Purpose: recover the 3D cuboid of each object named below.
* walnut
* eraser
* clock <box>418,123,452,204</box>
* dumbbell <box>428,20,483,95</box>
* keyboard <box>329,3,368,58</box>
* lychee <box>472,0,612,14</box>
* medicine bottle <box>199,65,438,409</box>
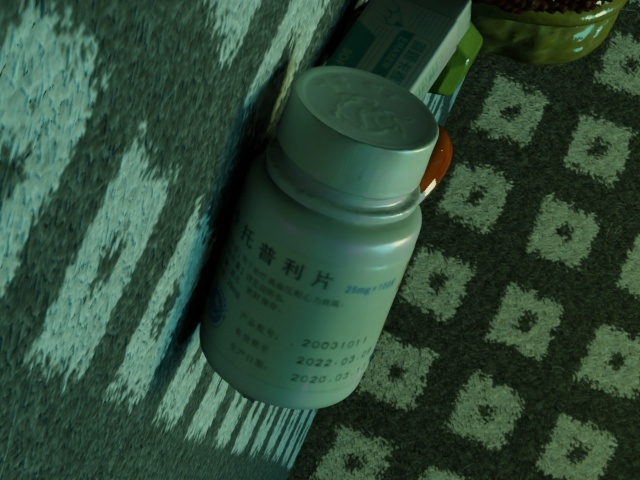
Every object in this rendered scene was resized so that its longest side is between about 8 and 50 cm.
[{"bbox_3d":[0.275,-0.370,1.757,0.253,0.276,0.282,-75,177,-70],"label":"walnut"},{"bbox_3d":[0.062,-0.170,1.368,0.225,0.095,0.052,-56,160,-26],"label":"eraser"},{"bbox_3d":[0.063,-0.066,1.578,0.205,0.051,0.205,-28,-152,16],"label":"clock"},{"bbox_3d":[0.076,-0.150,1.502,0.302,0.108,0.121,-57,177,-36],"label":"dumbbell"},{"bbox_3d":[0.041,-0.227,1.472,0.166,0.017,0.055,-52,159,-67],"label":"keyboard"},{"bbox_3d":[0.214,-0.353,1.337,0.276,0.275,0.304,103,-13,-57],"label":"lychee"},{"bbox_3d":[0.000,0.000,1.245,0.170,0.170,0.293,-56,169,-58],"label":"medicine bottle"}]
